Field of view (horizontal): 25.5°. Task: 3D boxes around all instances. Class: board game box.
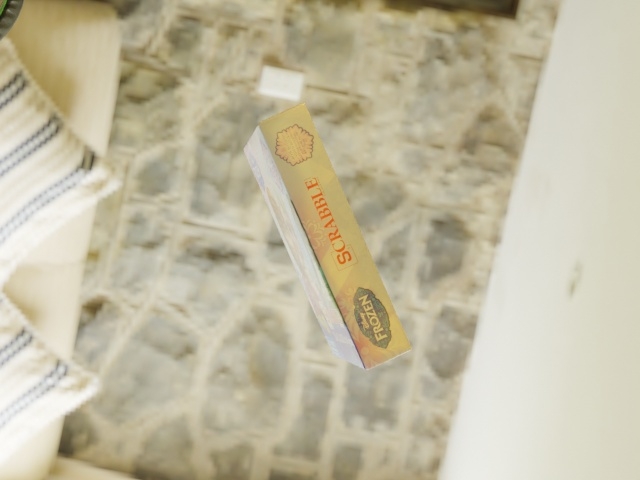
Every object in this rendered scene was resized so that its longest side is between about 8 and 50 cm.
[{"bbox_3d":[0.000,0.000,1.795,0.319,0.066,0.318,159,-93,-83],"label":"board game box"}]

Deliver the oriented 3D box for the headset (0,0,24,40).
[{"bbox_3d":[-0.490,-0.386,1.596,0.185,0.243,0.394,-101,165,-57],"label":"headset"}]
